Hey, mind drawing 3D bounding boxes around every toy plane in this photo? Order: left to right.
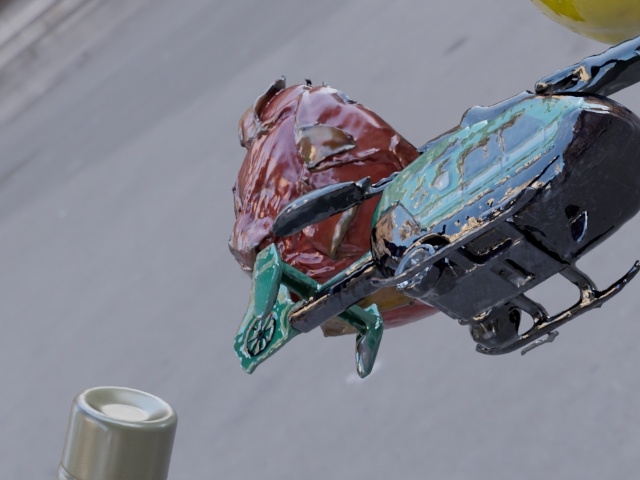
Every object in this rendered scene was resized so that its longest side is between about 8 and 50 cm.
[{"bbox_3d":[0.073,-0.006,1.103,0.381,0.106,0.155,-35,36,36],"label":"toy plane"}]

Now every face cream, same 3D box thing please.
[{"bbox_3d":[-0.182,0.285,1.433,0.084,0.341,0.137,-3,21,-45],"label":"face cream"}]

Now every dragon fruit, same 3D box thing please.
[{"bbox_3d":[0.002,0.001,1.383,0.148,0.223,0.218,-46,-17,-15],"label":"dragon fruit"}]

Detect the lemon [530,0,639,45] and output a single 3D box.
[{"bbox_3d":[0.207,-0.254,1.206,0.233,0.233,0.288,-33,42,22],"label":"lemon"}]
